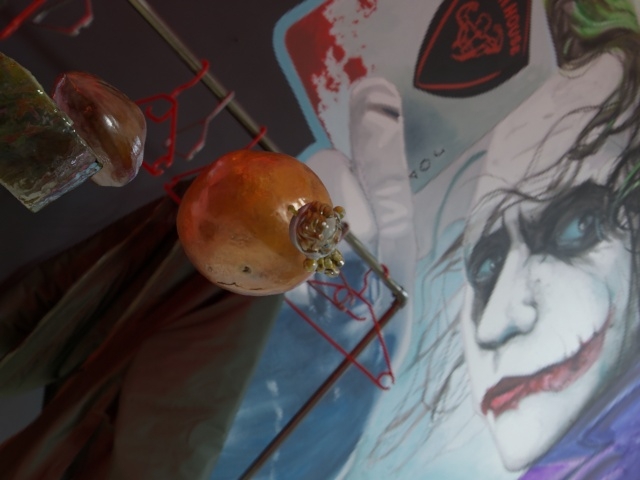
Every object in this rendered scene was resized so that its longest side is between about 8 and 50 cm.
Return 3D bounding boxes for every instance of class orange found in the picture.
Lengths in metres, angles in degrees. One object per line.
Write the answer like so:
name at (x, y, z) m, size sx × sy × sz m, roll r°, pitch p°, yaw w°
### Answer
orange at (-0.113, -0.028, 1.185) m, size 0.284 × 0.283 × 0.226 m, roll 48°, pitch 33°, yaw -37°

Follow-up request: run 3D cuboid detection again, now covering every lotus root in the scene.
lotus root at (-0.374, -0.141, 0.772) m, size 0.235 × 0.119 × 0.138 m, roll 47°, pitch -14°, yaw -18°

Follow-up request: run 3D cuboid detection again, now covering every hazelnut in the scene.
hazelnut at (-0.400, -0.208, 1.191) m, size 0.181 × 0.181 × 0.212 m, roll 0°, pitch 31°, yaw -41°

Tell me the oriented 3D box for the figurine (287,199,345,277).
figurine at (0.003, -0.003, 0.931) m, size 0.068 × 0.102 × 0.143 m, roll 16°, pitch -2°, yaw 28°
